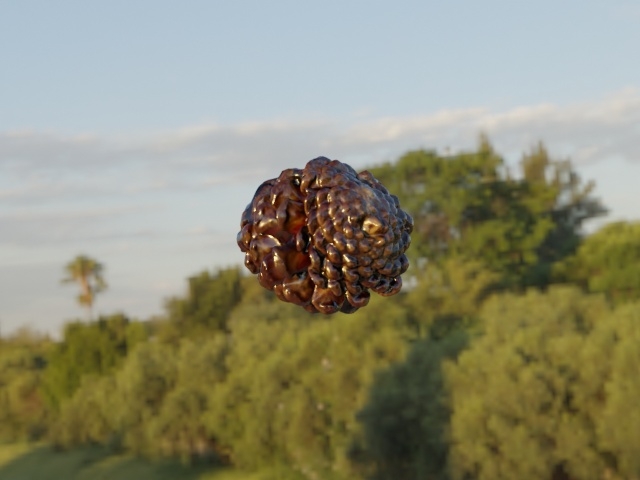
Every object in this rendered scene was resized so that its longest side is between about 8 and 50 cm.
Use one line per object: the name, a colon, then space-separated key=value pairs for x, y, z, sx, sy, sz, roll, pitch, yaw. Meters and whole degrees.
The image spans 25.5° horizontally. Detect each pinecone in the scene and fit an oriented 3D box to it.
pinecone: x=0.000 y=0.000 z=0.662 sx=0.077 sy=0.077 sz=0.083 roll=-3 pitch=-11 yaw=-35
